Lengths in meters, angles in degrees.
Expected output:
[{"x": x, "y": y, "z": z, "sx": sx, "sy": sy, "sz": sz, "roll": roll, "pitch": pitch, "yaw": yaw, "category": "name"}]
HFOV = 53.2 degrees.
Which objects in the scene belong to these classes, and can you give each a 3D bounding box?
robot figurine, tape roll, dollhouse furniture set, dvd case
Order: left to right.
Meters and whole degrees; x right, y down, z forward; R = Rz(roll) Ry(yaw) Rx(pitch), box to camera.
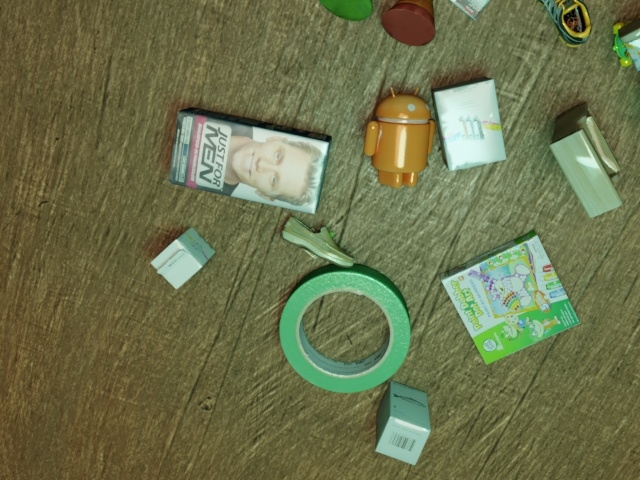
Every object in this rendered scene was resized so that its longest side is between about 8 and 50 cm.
[{"x": 0.061, "y": 0.217, "z": 1.584, "sx": 0.321, "sy": 0.077, "sz": 0.321, "roll": 2, "pitch": 106, "yaw": 6, "category": "tape roll"}, {"x": 0.178, "y": -0.229, "z": 1.419, "sx": 0.158, "sy": 0.128, "sz": 0.219, "roll": 4, "pitch": 106, "yaw": 5, "category": "robot figurine"}, {"x": 0.336, "y": -0.550, "z": 1.373, "sx": 0.087, "sy": 0.013, "sz": 0.119, "roll": 36, "pitch": 105, "yaw": -5, "category": "dvd case"}, {"x": 0.675, "y": -0.241, "z": 1.241, "sx": 0.394, "sy": 0.256, "sz": 0.362, "roll": -27, "pitch": 103, "yaw": 32, "category": "dollhouse furniture set"}]

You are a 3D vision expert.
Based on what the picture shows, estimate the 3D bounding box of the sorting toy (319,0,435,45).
[{"x": 0.094, "y": -0.550, "z": 1.369, "sx": 0.366, "sy": 0.127, "sz": 0.126, "roll": 23, "pitch": 77, "yaw": 2, "category": "sorting toy"}]

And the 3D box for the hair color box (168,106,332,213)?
[{"x": -0.160, "y": -0.187, "z": 1.477, "sx": 0.347, "sy": 0.105, "sz": 0.173, "roll": 12, "pitch": 107, "yaw": 2, "category": "hair color box"}]

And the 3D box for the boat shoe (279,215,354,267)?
[{"x": 0.000, "y": 0.000, "z": 1.523, "sx": 0.190, "sy": 0.068, "sz": 0.072, "roll": 25, "pitch": 94, "yaw": 1, "category": "boat shoe"}]

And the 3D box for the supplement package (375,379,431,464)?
[{"x": 0.202, "y": 0.446, "z": 1.580, "sx": 0.105, "sy": 0.179, "sz": 0.105, "roll": 19, "pitch": 107, "yaw": 0, "category": "supplement package"}]

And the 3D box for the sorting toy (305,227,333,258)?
[{"x": -0.008, "y": -0.001, "z": 1.562, "sx": 0.062, "sy": 0.012, "sz": 0.083, "roll": 43, "pitch": 106, "yaw": -7, "category": "sorting toy"}]

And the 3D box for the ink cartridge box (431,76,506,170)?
[{"x": 0.321, "y": -0.255, "z": 1.398, "sx": 0.127, "sy": 0.128, "sz": 0.176, "roll": -11, "pitch": 105, "yaw": 8, "category": "ink cartridge box"}]

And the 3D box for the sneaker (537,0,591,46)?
[{"x": 0.504, "y": -0.505, "z": 1.333, "sx": 0.084, "sy": 0.083, "sz": 0.215, "roll": -35, "pitch": 98, "yaw": 15, "category": "sneaker"}]

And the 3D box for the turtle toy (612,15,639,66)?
[{"x": 0.683, "y": -0.426, "z": 1.345, "sx": 0.130, "sy": 0.066, "sz": 0.095, "roll": -18, "pitch": 103, "yaw": 10, "category": "turtle toy"}]

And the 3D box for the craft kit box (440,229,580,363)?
[{"x": 0.453, "y": 0.139, "z": 1.536, "sx": 0.247, "sy": 0.061, "sz": 0.249, "roll": -27, "pitch": 101, "yaw": 15, "category": "craft kit box"}]

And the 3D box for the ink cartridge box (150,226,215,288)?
[{"x": -0.331, "y": 0.043, "z": 1.538, "sx": 0.092, "sy": 0.143, "sz": 0.090, "roll": -41, "pitch": 98, "yaw": 15, "category": "ink cartridge box"}]
